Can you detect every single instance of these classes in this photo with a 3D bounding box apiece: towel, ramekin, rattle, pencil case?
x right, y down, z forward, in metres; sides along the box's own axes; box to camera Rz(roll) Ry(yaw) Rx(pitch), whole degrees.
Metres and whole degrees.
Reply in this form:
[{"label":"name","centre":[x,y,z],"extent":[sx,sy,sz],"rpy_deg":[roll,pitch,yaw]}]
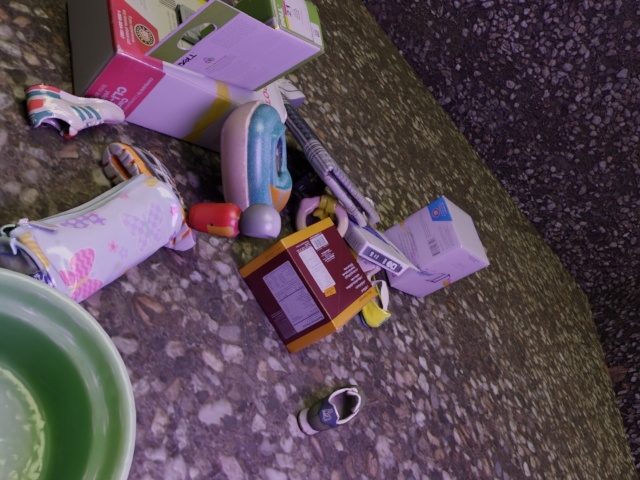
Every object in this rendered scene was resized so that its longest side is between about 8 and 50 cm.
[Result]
[{"label":"towel","centre":[0.005,-0.191,1.192],"extent":[0.312,0.056,0.324],"rpy_deg":[57,10,31]},{"label":"ramekin","centre":[-0.346,0.186,0.453],"extent":[0.303,0.148,0.303],"rpy_deg":[33,39,-32]},{"label":"rattle","centre":[0.000,0.000,1.193],"extent":[0.130,0.143,0.199],"rpy_deg":[-7,81,-21]},{"label":"pencil case","centre":[-0.315,-0.004,0.694],"extent":[0.273,0.114,0.124],"rpy_deg":[-45,122,-58]}]

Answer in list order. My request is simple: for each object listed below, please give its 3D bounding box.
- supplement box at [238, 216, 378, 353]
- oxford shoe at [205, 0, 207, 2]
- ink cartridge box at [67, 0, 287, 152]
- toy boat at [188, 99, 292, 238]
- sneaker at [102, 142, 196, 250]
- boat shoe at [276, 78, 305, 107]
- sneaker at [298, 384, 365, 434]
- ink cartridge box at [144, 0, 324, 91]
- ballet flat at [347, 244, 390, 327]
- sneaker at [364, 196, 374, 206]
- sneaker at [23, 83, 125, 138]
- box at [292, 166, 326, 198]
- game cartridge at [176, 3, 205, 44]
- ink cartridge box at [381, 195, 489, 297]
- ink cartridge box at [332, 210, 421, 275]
[{"label":"supplement box","centre":[-0.018,0.085,0.995],"extent":[0.194,0.129,0.191],"rpy_deg":[58,33,3]},{"label":"oxford shoe","centre":[-0.361,-0.593,1.220],"extent":[0.212,0.076,0.076],"rpy_deg":[12,82,-51]},{"label":"ink cartridge box","centre":[-0.281,-0.358,1.010],"extent":[0.385,0.160,0.279],"rpy_deg":[12,54,-48]},{"label":"toy boat","centre":[-0.118,-0.099,0.916],"extent":[0.318,0.148,0.267],"rpy_deg":[-74,167,-55]},{"label":"sneaker","centre":[-0.276,-0.080,0.851],"extent":[0.215,0.084,0.083],"rpy_deg":[57,23,-2]},{"label":"boat shoe","centre":[-0.129,-0.390,1.323],"extent":[0.084,0.095,0.258],"rpy_deg":[52,22,1]},{"label":"sneaker","centre":[0.049,0.308,0.929],"extent":[0.192,0.086,0.064],"rpy_deg":[-2,64,-54]},{"label":"ink cartridge box","centre":[-0.146,-0.364,0.858],"extent":[0.255,0.189,0.097],"rpy_deg":[1,77,-52]},{"label":"ballet flat","centre":[0.120,0.099,1.218],"extent":[0.077,0.077,0.231],"rpy_deg":[20,47,-45]},{"label":"sneaker","centre":[0.117,-0.096,1.429],"extent":[0.098,0.038,0.069],"rpy_deg":[20,48,-30]},{"label":"sneaker","centre":[-0.402,-0.200,0.822],"extent":[0.161,0.057,0.075],"rpy_deg":[4,75,-53]},{"label":"box","centre":[-0.023,-0.146,1.270],"extent":[0.062,0.052,0.083],"rpy_deg":[49,31,-11]},{"label":"game cartridge","centre":[-0.242,-0.404,0.936],"extent":[0.056,0.017,0.083],"rpy_deg":[10,56,-44]},{"label":"ink cartridge box","centre":[0.310,0.027,1.390],"extent":[0.168,0.233,0.171],"rpy_deg":[25,43,-43]},{"label":"ink cartridge box","centre":[0.133,0.007,1.274],"extent":[0.208,0.045,0.206],"rpy_deg":[27,16,-35]}]
